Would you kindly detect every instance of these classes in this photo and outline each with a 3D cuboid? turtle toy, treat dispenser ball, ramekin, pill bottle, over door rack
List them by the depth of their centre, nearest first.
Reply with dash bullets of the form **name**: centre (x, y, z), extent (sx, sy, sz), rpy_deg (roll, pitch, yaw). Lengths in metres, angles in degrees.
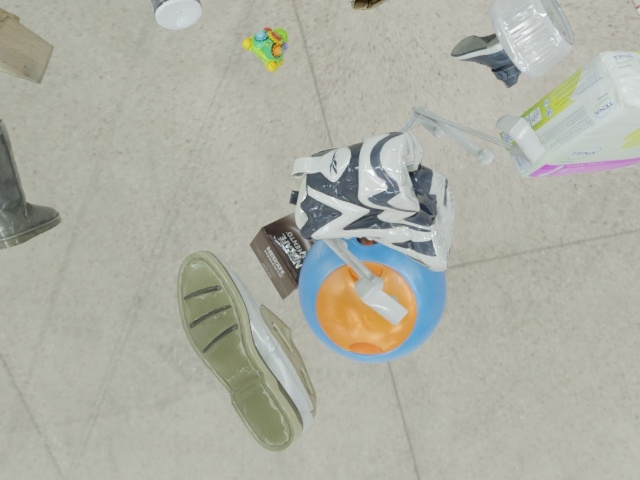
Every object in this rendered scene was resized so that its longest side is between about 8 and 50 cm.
- **over door rack**: centre (0.120, -0.039, 0.784), extent (0.108, 0.324, 0.239), rpy_deg (38, 95, -17)
- **treat dispenser ball**: centre (0.101, 0.093, 1.256), extent (0.288, 0.288, 0.288), rpy_deg (2, 112, 5)
- **turtle toy**: centre (-0.111, -0.438, 1.437), extent (0.095, 0.130, 0.066), rpy_deg (41, 121, -8)
- **ramekin**: centre (0.483, -0.482, 1.453), extent (0.109, 0.207, 0.207), rpy_deg (-29, 108, 37)
- **pill bottle**: centre (-0.413, -0.711, 1.746), extent (0.130, 0.130, 0.245), rpy_deg (-22, 73, 13)

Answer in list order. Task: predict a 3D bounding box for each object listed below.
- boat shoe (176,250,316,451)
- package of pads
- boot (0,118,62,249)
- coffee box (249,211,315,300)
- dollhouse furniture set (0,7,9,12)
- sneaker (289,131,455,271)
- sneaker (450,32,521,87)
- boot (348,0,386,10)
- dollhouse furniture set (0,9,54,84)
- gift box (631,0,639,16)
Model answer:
- **boat shoe**: centre (-0.105, 0.149, 0.934), extent (0.113, 0.103, 0.302), rpy_deg (-26, 90, 29)
- **package of pads**: centre (0.467, -0.192, 0.992), extent (0.296, 0.229, 0.101), rpy_deg (-9, 72, -28)
- **boot**: centre (-0.539, -0.106, 1.121), extent (0.076, 0.189, 0.208), rpy_deg (-16, 104, 3)
- **coffee box**: centre (0.000, 0.000, 1.578), extent (0.168, 0.297, 0.119), rpy_deg (58, 150, 8)
- **dollhouse furniture set**: centre (-0.497, -0.355, 0.861), extent (0.151, 0.144, 0.123), rpy_deg (1, 74, 39)
- **sneaker**: centre (0.050, -0.033, 0.687), extent (0.153, 0.235, 0.094), rpy_deg (2, 75, 26)
- **sneaker**: centre (0.486, -0.509, 1.842), extent (0.163, 0.226, 0.086), rpy_deg (40, 81, -29)
- **boot**: centre (0.079, -0.604, 1.448), extent (0.213, 0.077, 0.165), rpy_deg (9, 94, 45)
- **dollhouse furniture set**: centre (-0.300, -0.293, 0.591), extent (0.212, 0.161, 0.242), rpy_deg (19, 89, 4)
- **gift box**: centre (0.841, -0.595, 1.506), extent (0.255, 0.276, 0.258), rpy_deg (-32, 127, 26)
